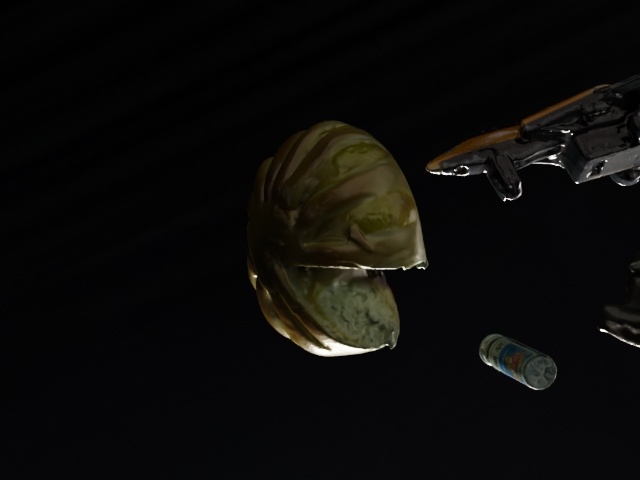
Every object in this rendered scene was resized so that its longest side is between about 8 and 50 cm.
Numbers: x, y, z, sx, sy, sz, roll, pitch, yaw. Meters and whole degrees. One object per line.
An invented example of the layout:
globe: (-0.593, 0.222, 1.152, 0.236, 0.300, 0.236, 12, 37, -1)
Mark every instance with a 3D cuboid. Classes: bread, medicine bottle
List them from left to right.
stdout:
bread: (0.000, 0.000, 2.249, 0.333, 0.160, 0.333, 30, 126, 53)
medicine bottle: (0.275, 0.168, 2.408, 0.051, 0.051, 0.191, 63, 171, -11)

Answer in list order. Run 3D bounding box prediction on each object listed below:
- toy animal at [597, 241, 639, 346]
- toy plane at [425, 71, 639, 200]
toy animal: (0.288, 0.040, 1.046, 0.146, 0.245, 0.114, -87, 12, -47)
toy plane: (0.256, -0.100, 1.731, 0.103, 0.316, 0.204, 56, 154, 25)
